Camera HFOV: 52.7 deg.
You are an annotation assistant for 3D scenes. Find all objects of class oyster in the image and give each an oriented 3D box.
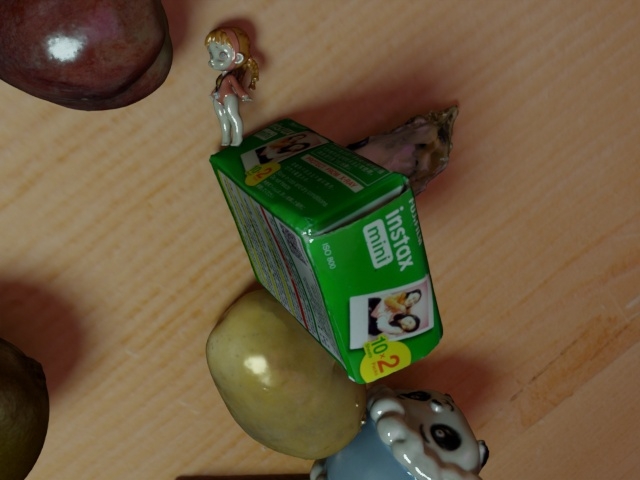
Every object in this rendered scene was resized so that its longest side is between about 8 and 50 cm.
[{"bbox_3d":[0.085,-0.093,0.717,0.122,0.045,0.146,11,117,-32],"label":"oyster"}]

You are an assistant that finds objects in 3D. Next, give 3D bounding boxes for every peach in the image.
[{"bbox_3d":[-0.191,-0.162,0.503,0.152,0.152,0.152,-11,119,-20],"label":"peach"}]

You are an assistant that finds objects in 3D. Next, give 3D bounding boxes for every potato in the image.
[{"bbox_3d":[-0.030,0.155,0.743,0.150,0.146,0.233,-53,131,-33],"label":"potato"}]

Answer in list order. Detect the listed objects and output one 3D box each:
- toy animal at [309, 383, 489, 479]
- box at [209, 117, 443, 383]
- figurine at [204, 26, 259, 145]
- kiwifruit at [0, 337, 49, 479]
[{"bbox_3d":[0.093,0.279,0.820,0.156,0.208,0.204,28,104,-25],"label":"toy animal"},{"bbox_3d":[0.000,0.000,0.601,0.103,0.250,0.180,-29,123,-17],"label":"box"},{"bbox_3d":[-0.084,-0.144,0.608,0.047,0.064,0.109,-13,108,-45],"label":"figurine"},{"bbox_3d":[-0.355,0.170,0.561,0.234,0.196,0.196,-25,123,-16],"label":"kiwifruit"}]
